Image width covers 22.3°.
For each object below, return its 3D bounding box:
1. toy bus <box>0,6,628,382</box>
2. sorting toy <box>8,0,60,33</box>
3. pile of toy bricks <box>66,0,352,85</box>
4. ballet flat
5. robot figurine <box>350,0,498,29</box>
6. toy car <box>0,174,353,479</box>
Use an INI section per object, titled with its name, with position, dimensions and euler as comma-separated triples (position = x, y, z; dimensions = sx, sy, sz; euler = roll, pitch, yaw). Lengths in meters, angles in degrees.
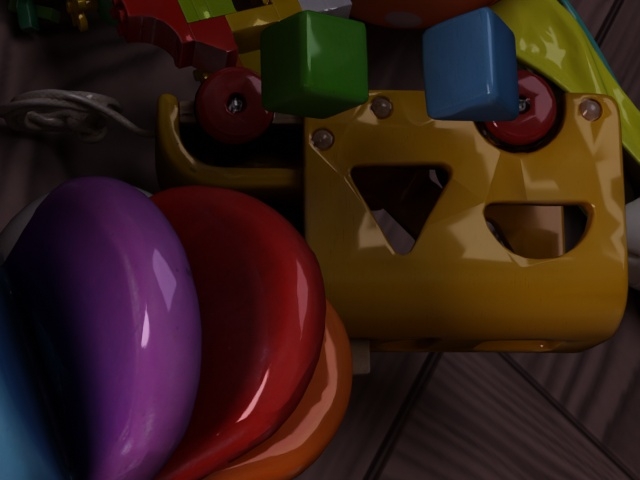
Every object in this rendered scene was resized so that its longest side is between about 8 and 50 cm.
[toy bus]
position = 0.012, -0.001, 0.593
dimensions = 0.191, 0.202, 0.104
euler = 12, 73, -49
[sorting toy]
position = -0.139, -0.095, 0.623
dimensions = 0.083, 0.012, 0.062
euler = 27, 37, -21
[pile of toy bricks]
position = -0.079, -0.130, 0.645
dimensions = 0.105, 0.118, 0.212
euler = -15, 63, -18
[ballet flat]
position = 0.143, -0.028, 0.809
dimensions = 0.077, 0.077, 0.231
euler = -31, 78, -32
[robot figurine]
position = 0.052, -0.165, 0.750
dimensions = 0.158, 0.128, 0.219
euler = 17, 20, 13
[toy car]
position = -0.067, 0.039, 0.469
dimensions = 0.182, 0.136, 0.159
euler = 2, 56, -44
